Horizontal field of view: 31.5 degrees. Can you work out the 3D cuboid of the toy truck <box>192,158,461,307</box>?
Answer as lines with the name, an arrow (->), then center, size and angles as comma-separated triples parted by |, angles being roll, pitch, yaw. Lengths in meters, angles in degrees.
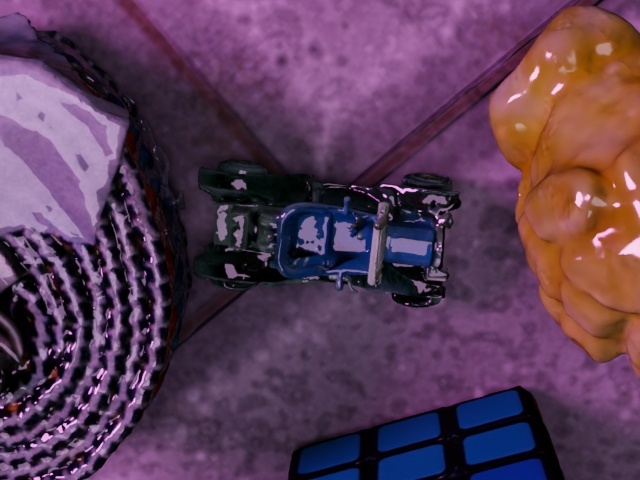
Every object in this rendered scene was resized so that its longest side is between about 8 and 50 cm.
toy truck -> 0.001, 0.000, 0.657 | 0.154, 0.078, 0.080 | 5, 103, 3

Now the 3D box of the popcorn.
popcorn -> 0.209, -0.029, 0.578 | 0.235, 0.181, 0.216 | -28, 61, -19

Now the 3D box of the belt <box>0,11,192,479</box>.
belt -> -0.180, 0.005, 0.632 | 0.207, 0.150, 0.257 | -18, 102, 2

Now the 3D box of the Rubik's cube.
Rubik's cube -> 0.074, 0.200, 0.657 | 0.162, 0.160, 0.163 | -15, 102, 6
